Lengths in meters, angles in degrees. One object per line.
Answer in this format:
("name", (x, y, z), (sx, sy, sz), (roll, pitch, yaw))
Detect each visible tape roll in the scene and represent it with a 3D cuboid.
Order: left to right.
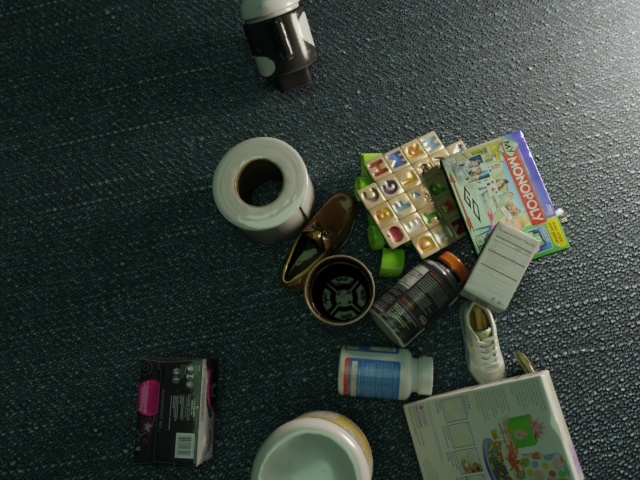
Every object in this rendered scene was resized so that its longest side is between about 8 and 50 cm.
("tape roll", (-0.142, -0.125, 1.491), (0.245, 0.169, 0.246), (-2, 77, 7))

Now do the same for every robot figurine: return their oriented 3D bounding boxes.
("robot figurine", (-0.107, -0.550, 1.543), (0.209, 0.278, 0.173), (13, 42, 46))

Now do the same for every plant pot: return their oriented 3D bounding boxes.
("plant pot", (0.051, 0.133, 1.412), (0.166, 0.165, 0.167), (-1, 77, 6))

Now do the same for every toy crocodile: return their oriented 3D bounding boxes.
("toy crocodile", (0.158, -0.071, 1.483), (0.115, 0.105, 0.341), (-8, 74, -15))

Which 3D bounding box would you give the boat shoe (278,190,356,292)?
("boat shoe", (0.000, 0.000, 1.478), (0.110, 0.104, 0.307), (28, 82, 12))

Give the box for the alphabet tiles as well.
("alphabet tiles", (0.274, -0.122, 1.459), (0.342, 0.011, 0.285), (-27, 81, -19))

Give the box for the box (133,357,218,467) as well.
("box", (-0.348, 0.416, 1.409), (0.163, 0.142, 0.248), (0, 79, 5))

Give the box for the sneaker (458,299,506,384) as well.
("sneaker", (0.392, 0.255, 1.382), (0.087, 0.092, 0.229), (-16, 77, 1))

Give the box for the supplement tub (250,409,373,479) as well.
("supplement tub", (-0.006, 0.501, 1.251), (0.240, 0.331, 0.241), (-1, 77, 6))

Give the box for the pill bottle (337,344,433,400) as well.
("pill bottle", (0.157, 0.320, 1.379), (0.221, 0.124, 0.125), (3, 78, 8))

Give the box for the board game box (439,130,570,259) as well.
("board game box", (0.453, -0.093, 1.424), (0.213, 0.046, 0.318), (-19, 77, 4))

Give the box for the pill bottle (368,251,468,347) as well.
("pill bottle", (0.247, 0.136, 1.400), (0.245, 0.130, 0.130), (-40, 76, -9))

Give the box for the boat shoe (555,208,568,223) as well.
("boat shoe", (0.565, -0.028, 1.447), (0.142, 0.049, 0.040), (-35, 76, -4))

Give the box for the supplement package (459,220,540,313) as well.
("supplement package", (0.412, 0.064, 1.321), (0.105, 0.105, 0.179), (28, 83, 14))

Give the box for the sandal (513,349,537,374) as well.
("sandal", (0.492, 0.408, 1.328), (0.086, 0.120, 0.303), (-14, 76, 18))

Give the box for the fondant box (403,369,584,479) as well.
("fondant box", (0.377, 0.447, 1.276), (0.330, 0.096, 0.239), (-22, 74, 28))
